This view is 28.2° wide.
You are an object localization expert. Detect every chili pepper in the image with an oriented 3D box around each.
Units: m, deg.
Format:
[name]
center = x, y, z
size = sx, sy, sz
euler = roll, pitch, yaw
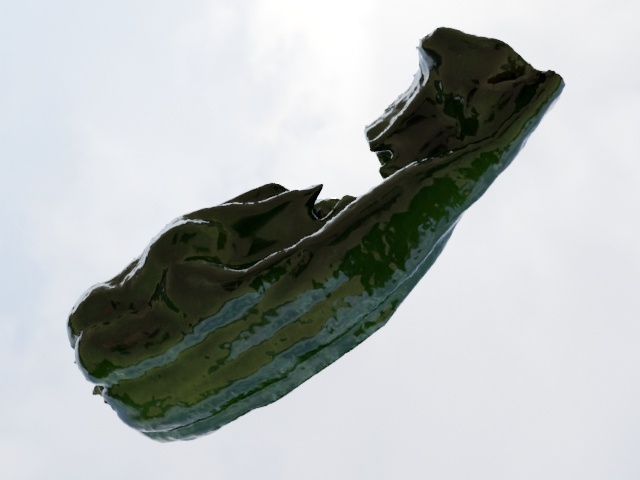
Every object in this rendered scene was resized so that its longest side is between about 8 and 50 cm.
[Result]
[chili pepper]
center = -0.001, -0.001, 0.576
size = 0.253, 0.083, 0.099
euler = -38, -129, -1
